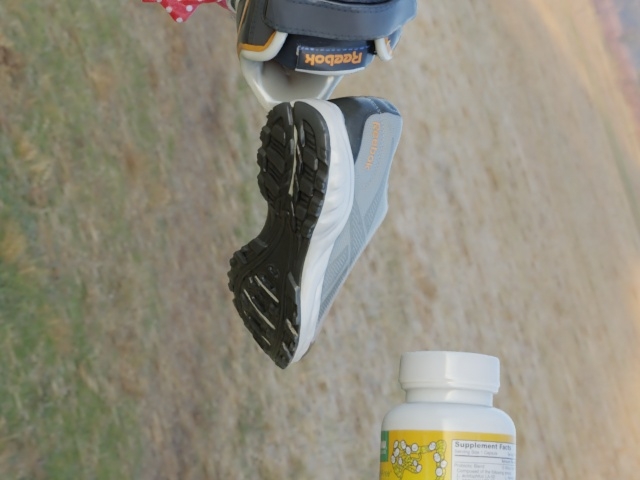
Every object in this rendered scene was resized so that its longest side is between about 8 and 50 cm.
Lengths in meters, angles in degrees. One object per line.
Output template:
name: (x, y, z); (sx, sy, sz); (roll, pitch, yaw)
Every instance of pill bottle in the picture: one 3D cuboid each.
pill bottle: (0.108, 0.203, 1.025); (0.117, 0.117, 0.209); (34, 57, -68)

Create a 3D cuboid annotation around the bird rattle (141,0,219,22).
bird rattle: (-0.166, -0.338, 1.416); (0.253, 0.206, 0.143); (35, 62, -56)

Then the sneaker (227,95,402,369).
sneaker: (0.000, 0.000, 0.952); (0.100, 0.108, 0.272); (48, -41, 30)

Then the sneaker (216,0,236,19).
sneaker: (-0.036, -0.335, 1.692); (0.112, 0.121, 0.299); (35, 23, 19)

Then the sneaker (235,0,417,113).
sneaker: (0.015, -0.196, 0.823); (0.321, 0.126, 0.128); (118, -31, -64)
